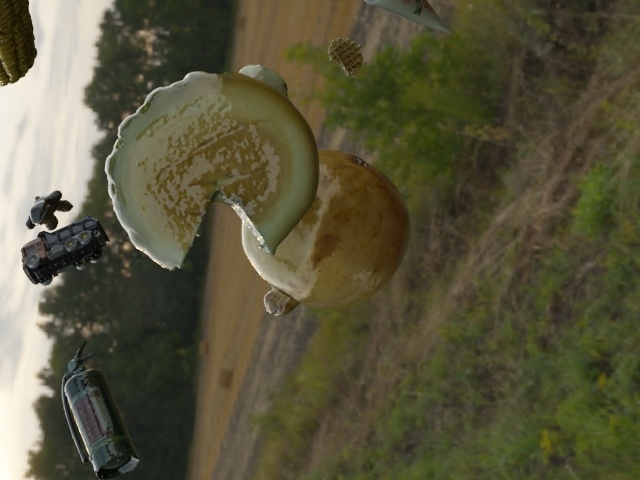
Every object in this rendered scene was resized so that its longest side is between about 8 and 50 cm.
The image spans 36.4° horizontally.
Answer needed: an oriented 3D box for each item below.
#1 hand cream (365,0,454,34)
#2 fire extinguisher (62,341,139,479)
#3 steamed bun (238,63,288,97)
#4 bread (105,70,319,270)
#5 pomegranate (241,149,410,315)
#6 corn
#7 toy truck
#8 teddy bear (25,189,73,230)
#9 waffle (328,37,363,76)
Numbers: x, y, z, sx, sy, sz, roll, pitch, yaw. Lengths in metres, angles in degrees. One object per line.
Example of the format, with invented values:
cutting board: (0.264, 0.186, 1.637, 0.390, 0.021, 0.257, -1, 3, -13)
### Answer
hand cream: (0.123, -0.346, 1.408, 0.050, 0.234, 0.080, -42, 68, 25)
fire extinguisher: (-0.473, 0.348, 2.028, 0.294, 0.118, 0.093, 59, -171, 30)
steamed bun: (-0.109, -0.271, 1.869, 0.130, 0.091, 0.112, 61, -148, -63)
bread: (-0.169, -0.115, 1.536, 0.160, 0.333, 0.332, -142, 59, -81)
pomegranate: (0.000, 0.000, 2.187, 0.410, 0.410, 0.409, -174, 90, -83)
corn: (-0.371, -0.274, 1.055, 0.318, 0.115, 0.115, 116, 159, -69)
toy truck: (-0.570, 0.020, 2.172, 0.083, 0.192, 0.092, 72, 171, -49)
teddy bear: (-0.660, -0.077, 2.337, 0.119, 0.078, 0.160, -47, 1, 2)
waffle: (0.055, -0.404, 2.131, 0.016, 0.085, 0.078, -10, 57, 65)
